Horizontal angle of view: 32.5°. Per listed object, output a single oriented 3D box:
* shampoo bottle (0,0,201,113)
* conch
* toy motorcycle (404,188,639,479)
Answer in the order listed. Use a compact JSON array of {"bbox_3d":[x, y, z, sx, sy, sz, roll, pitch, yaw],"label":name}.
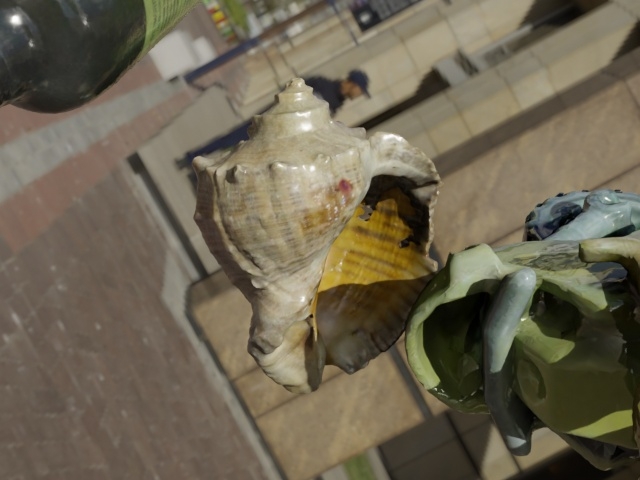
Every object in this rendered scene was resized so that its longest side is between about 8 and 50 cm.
[{"bbox_3d":[-0.122,-0.136,0.565,0.101,0.101,0.284,61,40,-26],"label":"shampoo bottle"},{"bbox_3d":[0.000,0.000,0.797,0.163,0.178,0.245,-86,176,-70],"label":"conch"},{"bbox_3d":[0.200,0.082,0.636,0.410,0.237,0.168,-127,-157,-57],"label":"toy motorcycle"}]
